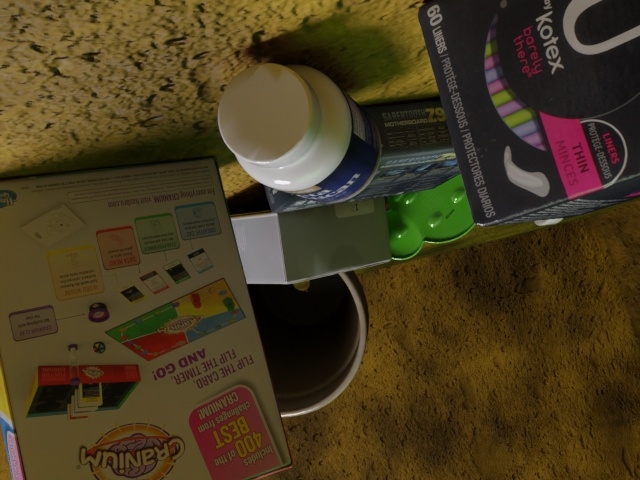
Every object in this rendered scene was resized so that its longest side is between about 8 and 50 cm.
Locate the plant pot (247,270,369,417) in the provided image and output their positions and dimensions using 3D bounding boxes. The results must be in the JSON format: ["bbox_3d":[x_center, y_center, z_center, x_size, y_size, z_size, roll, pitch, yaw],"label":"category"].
[{"bbox_3d":[-0.059,0.110,1.314,0.323,0.323,0.280,-17,-171,15],"label":"plant pot"}]

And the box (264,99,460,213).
[{"bbox_3d":[0.074,-0.094,0.808,0.232,0.059,0.183,-11,172,-25],"label":"box"}]

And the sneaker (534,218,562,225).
[{"bbox_3d":[0.421,-0.108,1.132,0.148,0.131,0.350,-10,173,-2],"label":"sneaker"}]

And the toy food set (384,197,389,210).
[{"bbox_3d":[0.164,-0.067,1.184,0.232,0.105,0.111,-37,151,26],"label":"toy food set"}]

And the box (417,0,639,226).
[{"bbox_3d":[0.222,-0.123,0.458,0.270,0.165,0.143,-21,170,40],"label":"box"}]

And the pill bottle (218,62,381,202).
[{"bbox_3d":[-0.014,-0.082,0.573,0.094,0.094,0.169,-17,173,16],"label":"pill bottle"}]

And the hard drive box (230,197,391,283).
[{"bbox_3d":[-0.050,0.002,0.987,0.181,0.089,0.232,-10,-175,-40],"label":"hard drive box"}]

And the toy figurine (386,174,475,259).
[{"bbox_3d":[0.161,-0.056,1.027,0.173,0.130,0.159,-50,171,19],"label":"toy figurine"}]

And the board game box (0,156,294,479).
[{"bbox_3d":[-0.179,0.091,0.681,0.242,0.317,0.064,-10,171,-32],"label":"board game box"}]
